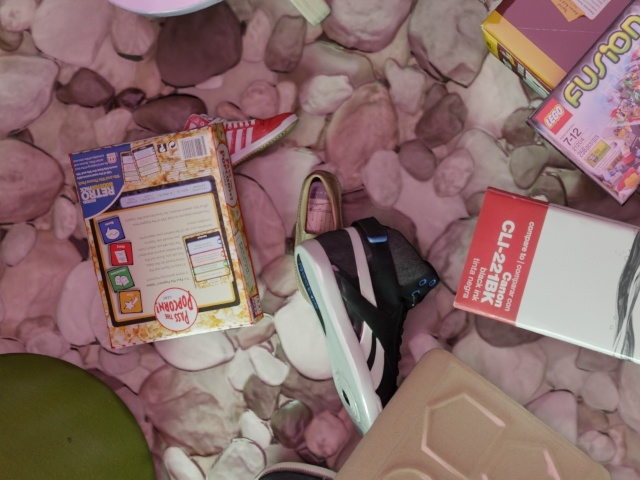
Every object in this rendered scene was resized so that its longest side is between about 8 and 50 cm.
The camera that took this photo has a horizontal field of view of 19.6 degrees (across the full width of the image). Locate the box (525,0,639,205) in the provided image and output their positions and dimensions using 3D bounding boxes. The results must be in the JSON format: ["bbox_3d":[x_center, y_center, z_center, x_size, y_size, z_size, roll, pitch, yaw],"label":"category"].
[{"bbox_3d":[0.288,-0.143,1.610,0.114,0.036,0.207,41,93,7],"label":"box"}]

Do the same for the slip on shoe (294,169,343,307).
[{"bbox_3d":[0.000,0.000,1.770,0.051,0.041,0.135,3,88,7],"label":"slip on shoe"}]

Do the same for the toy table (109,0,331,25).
[{"bbox_3d":[-0.086,-0.312,1.735,0.274,0.161,0.252,-31,85,6],"label":"toy table"}]

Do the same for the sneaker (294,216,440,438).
[{"bbox_3d":[0.067,0.084,1.742,0.121,0.079,0.217,-22,102,-16],"label":"sneaker"}]

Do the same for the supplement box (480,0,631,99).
[{"bbox_3d":[0.281,-0.196,1.697,0.191,0.129,0.194,42,93,7],"label":"supplement box"}]

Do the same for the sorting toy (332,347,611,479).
[{"bbox_3d":[0.131,0.230,1.690,0.208,0.038,0.193,36,74,5],"label":"sorting toy"}]

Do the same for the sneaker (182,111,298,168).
[{"bbox_3d":[-0.084,-0.108,1.785,0.118,0.042,0.067,-31,88,7],"label":"sneaker"}]

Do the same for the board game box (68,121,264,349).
[{"bbox_3d":[-0.147,-0.004,1.766,0.147,0.045,0.193,-10,95,13],"label":"board game box"}]

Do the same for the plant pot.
[{"bbox_3d":[-0.312,0.242,1.675,0.275,0.293,0.274,0,88,7],"label":"plant pot"}]

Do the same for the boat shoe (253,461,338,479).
[{"bbox_3d":[0.055,0.341,1.704,0.340,0.113,0.127,46,114,5],"label":"boat shoe"}]

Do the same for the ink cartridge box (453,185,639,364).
[{"bbox_3d":[0.285,0.050,1.615,0.273,0.197,0.114,16,91,28],"label":"ink cartridge box"}]
